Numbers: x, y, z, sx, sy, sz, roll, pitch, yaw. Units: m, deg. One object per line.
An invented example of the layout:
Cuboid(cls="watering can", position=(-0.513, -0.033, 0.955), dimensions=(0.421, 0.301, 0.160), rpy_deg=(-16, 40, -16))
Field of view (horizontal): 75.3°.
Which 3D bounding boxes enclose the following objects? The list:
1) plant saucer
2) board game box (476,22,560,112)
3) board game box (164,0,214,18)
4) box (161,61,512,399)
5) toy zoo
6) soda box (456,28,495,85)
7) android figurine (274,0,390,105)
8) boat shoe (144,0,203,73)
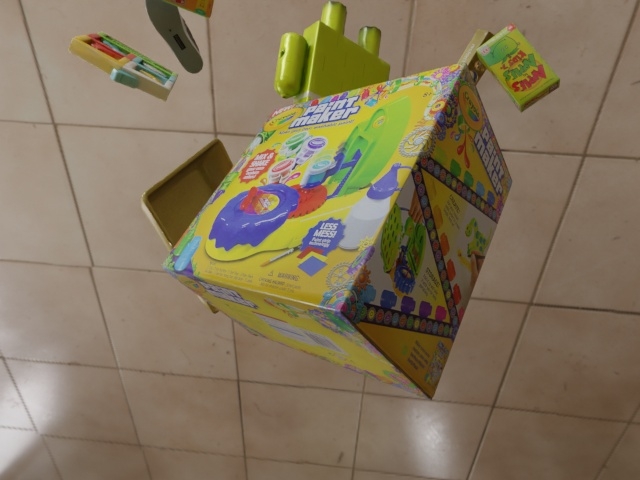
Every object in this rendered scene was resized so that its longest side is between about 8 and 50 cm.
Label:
Cuboid(cls="plant saucer", position=(-0.289, -0.042, 1.047), dimensions=(0.081, 0.333, 0.332), rpy_deg=(-8, 121, 24))
Cuboid(cls="board game box", position=(0.450, -0.396, 0.952), dimensions=(0.092, 0.043, 0.181), rpy_deg=(-34, 69, 20))
Cuboid(cls="board game box", position=(-0.278, -0.370, 0.554), dimensions=(0.259, 0.124, 0.039), rpy_deg=(8, 122, -25))
Cuboid(cls="box", position=(0.021, -0.019, 0.490), dimensions=(0.290, 0.279, 0.177), rpy_deg=(4, 146, 44))
Cuboid(cls="toy zoo", position=(-0.419, -0.385, 0.914), dimensions=(0.192, 0.293, 0.030), rpy_deg=(25, 110, -24))
Cuboid(cls="soda box", position=(0.423, -0.488, 1.165), dimensions=(0.061, 0.058, 0.181), rpy_deg=(19, 114, -24))
Cuboid(cls="android figurine", position=(0.035, -0.244, 0.701), dimensions=(0.248, 0.056, 0.272), rpy_deg=(10, 85, -37))
Cuboid(cls="boat shoe", position=(-0.326, -0.466, 0.924), dimensions=(0.065, 0.083, 0.183), rpy_deg=(-27, 127, -2))
